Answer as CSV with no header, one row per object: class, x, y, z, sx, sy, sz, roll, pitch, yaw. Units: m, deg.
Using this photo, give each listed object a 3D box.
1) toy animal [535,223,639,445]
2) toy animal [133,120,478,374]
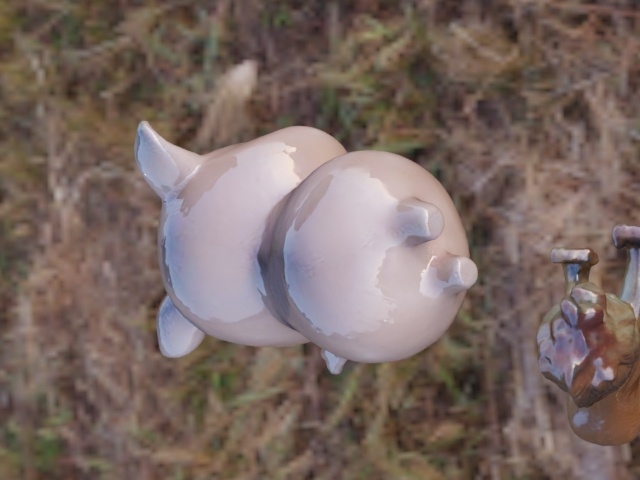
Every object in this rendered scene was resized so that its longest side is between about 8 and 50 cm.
toy animal,0.223,0.093,1.472,0.097,0.312,0.158,8,65,18
toy animal,-0.005,0.001,0.618,0.150,0.089,0.083,-1,81,47
